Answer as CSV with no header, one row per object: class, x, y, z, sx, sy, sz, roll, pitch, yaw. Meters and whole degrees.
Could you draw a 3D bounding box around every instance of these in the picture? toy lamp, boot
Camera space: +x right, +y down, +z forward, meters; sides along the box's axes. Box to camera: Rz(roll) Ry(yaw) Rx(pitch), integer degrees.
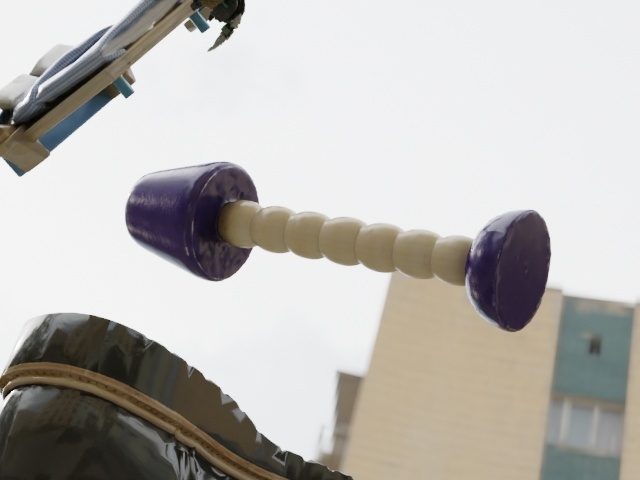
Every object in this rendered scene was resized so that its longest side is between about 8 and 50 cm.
toy lamp,0.000,0.000,1.006,0.275,0.080,0.080,11,-43,34
boot,-0.040,0.131,0.527,0.198,0.137,0.077,36,-35,-26

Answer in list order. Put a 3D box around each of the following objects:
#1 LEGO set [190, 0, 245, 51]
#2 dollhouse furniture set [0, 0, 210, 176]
LEGO set,-0.049,-0.134,0.801,0.054,0.023,0.083,26,-63,26
dollhouse furniture set,-0.173,-0.237,1.376,0.198,0.303,0.286,50,-38,-10
